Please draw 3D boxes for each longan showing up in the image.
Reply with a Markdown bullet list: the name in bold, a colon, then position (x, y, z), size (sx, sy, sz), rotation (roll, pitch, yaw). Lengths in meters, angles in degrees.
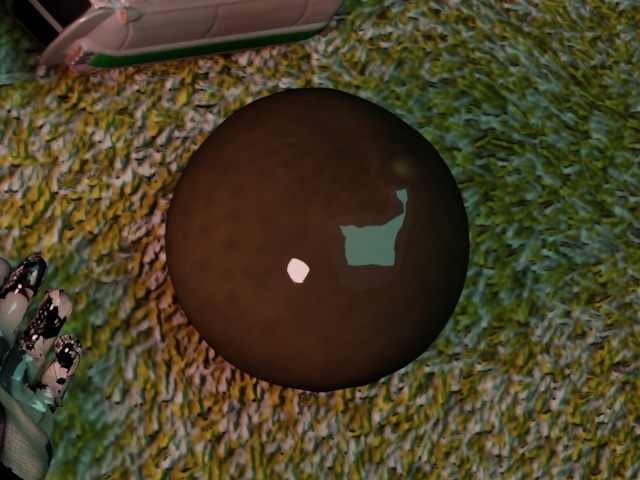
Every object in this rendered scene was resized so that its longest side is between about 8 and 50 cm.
- **longan**: position (0.000, 0.000, 1.560), size (0.258, 0.258, 0.258), rotation (11, 67, -26)

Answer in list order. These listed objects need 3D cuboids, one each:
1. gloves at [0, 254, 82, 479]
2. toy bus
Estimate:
- **gloves**: position (-0.254, 0.103, 1.476), size (0.127, 0.111, 0.212), rotation (14, 37, -19)
- **toy bus**: position (-0.130, -0.242, 1.647), size (0.305, 0.143, 0.179), rotation (-11, 79, -33)
